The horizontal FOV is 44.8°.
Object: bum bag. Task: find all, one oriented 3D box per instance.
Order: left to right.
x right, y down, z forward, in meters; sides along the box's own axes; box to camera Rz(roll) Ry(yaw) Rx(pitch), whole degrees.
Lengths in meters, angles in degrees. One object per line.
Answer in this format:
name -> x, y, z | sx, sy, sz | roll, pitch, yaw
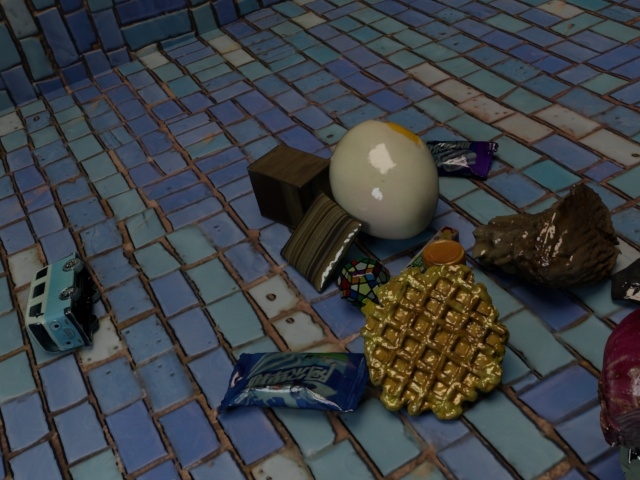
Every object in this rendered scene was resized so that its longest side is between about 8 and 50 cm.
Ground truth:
bum bag -> 0.786, 0.111, 1.679 | 0.310, 0.074, 0.137 | 18, 57, 36

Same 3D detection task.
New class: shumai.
shumai -> 0.529, 0.019, 1.849 | 0.283, 0.217, 0.346 | -26, 13, 39

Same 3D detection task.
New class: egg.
egg -> 0.170, -0.151, 2.039 | 0.283, 0.283, 0.345 | -19, 48, -7

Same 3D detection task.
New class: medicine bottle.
medicine bottle -> 0.286, 0.099, 1.753 | 0.096, 0.192, 0.096 | -9, 36, 6

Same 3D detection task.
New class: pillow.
pillow -> 0.000, 0.000, 2.013 | 0.208, 0.052, 0.212 | -57, 42, 8

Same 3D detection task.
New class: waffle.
waffle -> 0.239, 0.209, 1.617 | 0.302, 0.068, 0.324 | -17, 76, 4

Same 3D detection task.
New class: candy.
candy -> -0.052, 0.308, 1.690 | 0.331, 0.077, 0.187 | -1, 37, 20
candy -> 0.373, -0.241, 2.270 | 0.275, 0.070, 0.145 | 5, 49, 20

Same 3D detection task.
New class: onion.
onion -> 0.564, 0.212, 1.241 | 0.272, 0.230, 0.256 | -17, 28, 6

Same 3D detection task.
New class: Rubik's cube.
Rubik's cube -> 0.107, 0.104, 1.871 | 0.133, 0.133, 0.112 | -31, 65, -22

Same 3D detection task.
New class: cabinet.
cabinet -> -0.066, -0.146, 2.195 | 0.215, 0.174, 0.148 | 23, 51, 39

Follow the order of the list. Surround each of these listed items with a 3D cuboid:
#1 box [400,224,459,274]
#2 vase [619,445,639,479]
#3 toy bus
box -> 0.278, 0.037, 1.961 | 0.050, 0.041, 0.207 | 22, 50, 34
vase -> 0.622, 0.303, 1.425 | 0.165, 0.165, 0.360 | -2, 35, 15
toy bus -> -0.677, 0.170, 2.021 | 0.165, 0.133, 0.271 | -20, 35, 0
